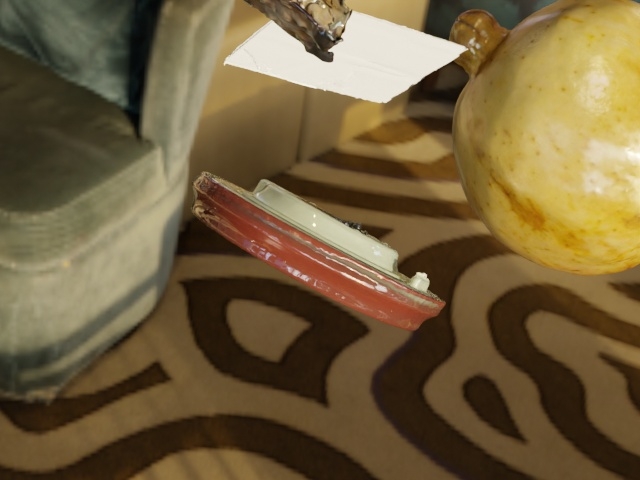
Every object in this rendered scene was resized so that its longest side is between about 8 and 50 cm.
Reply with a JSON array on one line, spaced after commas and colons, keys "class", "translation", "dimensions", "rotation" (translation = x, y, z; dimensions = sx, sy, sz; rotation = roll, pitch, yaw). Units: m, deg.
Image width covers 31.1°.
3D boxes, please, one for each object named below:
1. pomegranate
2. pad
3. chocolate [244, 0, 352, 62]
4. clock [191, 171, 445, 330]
[{"class": "pomegranate", "translation": [0.333, -0.159, 1.541], "dimensions": [0.410, 0.410, 0.410], "rotation": [6, 32, -4]}, {"class": "pad", "translation": [0.029, -0.202, 1.251], "dimensions": [0.232, 0.156, 0.004], "rotation": [9, 65, -36]}, {"class": "chocolate", "translation": [-0.104, -0.264, 0.912], "dimensions": [0.329, 0.065, 0.102], "rotation": [38, -5, -5]}, {"class": "clock", "translation": [0.000, 0.000, 1.308], "dimensions": [0.318, 0.080, 0.318], "rotation": [29, 4, -2]}]
